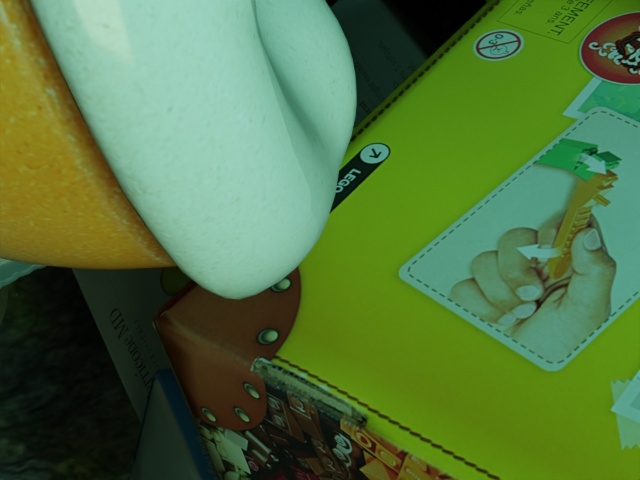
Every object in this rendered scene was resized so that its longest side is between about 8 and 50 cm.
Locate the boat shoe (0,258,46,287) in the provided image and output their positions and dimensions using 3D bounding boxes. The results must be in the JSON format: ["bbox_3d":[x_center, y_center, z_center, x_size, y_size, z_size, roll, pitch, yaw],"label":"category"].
[{"bbox_3d":[-0.188,-0.031,0.663,0.320,0.103,0.118,-24,134,-10],"label":"boat shoe"}]

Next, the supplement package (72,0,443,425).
[{"bbox_3d":[0.000,0.000,0.834,0.244,0.139,0.134,-43,141,14],"label":"supplement package"}]

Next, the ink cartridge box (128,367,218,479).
[{"bbox_3d":[0.005,0.127,0.797,0.203,0.086,0.148,-9,140,-25],"label":"ink cartridge box"}]

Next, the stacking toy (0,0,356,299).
[{"bbox_3d":[-0.251,-0.110,0.498,0.480,0.350,0.350,-13,142,7],"label":"stacking toy"}]

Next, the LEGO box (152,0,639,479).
[{"bbox_3d":[0.243,0.004,0.625,0.500,0.372,0.193,-44,140,-26],"label":"LEGO box"}]

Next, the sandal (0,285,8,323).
[{"bbox_3d":[-0.235,-0.015,0.735,0.090,0.060,0.219,-39,127,-5],"label":"sandal"}]

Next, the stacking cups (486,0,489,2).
[{"bbox_3d":[0.170,-0.136,0.856,0.096,0.096,0.316,-43,145,14],"label":"stacking cups"}]
